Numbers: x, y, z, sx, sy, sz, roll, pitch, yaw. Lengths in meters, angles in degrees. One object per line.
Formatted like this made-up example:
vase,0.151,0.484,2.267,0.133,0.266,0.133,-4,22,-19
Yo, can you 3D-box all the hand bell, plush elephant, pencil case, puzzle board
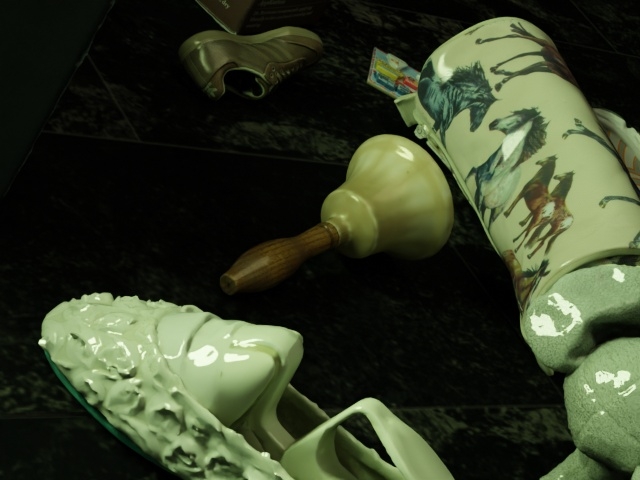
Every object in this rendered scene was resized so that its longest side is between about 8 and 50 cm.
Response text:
hand bell,0.000,0.000,1.511,0.126,0.126,0.242,44,43,17
plush elephant,0.296,0.157,1.407,0.255,0.330,0.272,-4,51,-22
pencil case,0.223,-0.049,1.725,0.160,0.183,0.410,47,15,-43
puzzle board,0.114,-0.175,1.948,0.128,0.011,0.096,29,30,-10

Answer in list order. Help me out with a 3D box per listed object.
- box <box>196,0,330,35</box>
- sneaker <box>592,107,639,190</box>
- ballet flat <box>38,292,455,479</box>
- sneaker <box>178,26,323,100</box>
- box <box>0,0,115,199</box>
box,-0.057,-0.358,1.854,0.167,0.203,0.168,44,30,19
sneaker,0.315,-0.053,1.827,0.121,0.099,0.262,-30,43,-19
ballet flat,-0.016,0.143,1.224,0.409,0.147,0.147,38,30,10
sneaker,-0.064,-0.174,1.734,0.188,0.066,0.071,-8,66,-43
box,-0.462,-0.308,1.280,0.480,0.297,0.472,8,37,-39
